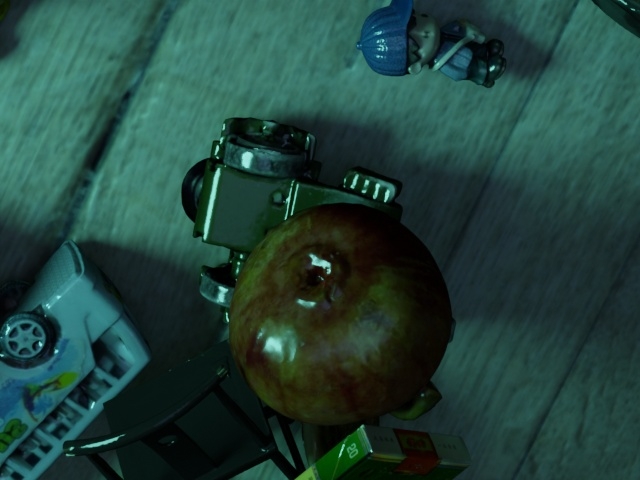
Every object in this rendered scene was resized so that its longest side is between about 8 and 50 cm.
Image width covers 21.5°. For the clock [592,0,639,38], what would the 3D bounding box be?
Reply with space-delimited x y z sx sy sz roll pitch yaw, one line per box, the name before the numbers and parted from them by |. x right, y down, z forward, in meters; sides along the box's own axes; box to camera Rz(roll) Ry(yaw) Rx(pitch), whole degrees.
clock | 0.362 -0.326 1.502 0.325 0.067 0.325 -3 79 16

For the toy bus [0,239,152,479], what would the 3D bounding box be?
toy bus | -0.301 0.159 1.572 0.329 0.109 0.136 -46 113 3

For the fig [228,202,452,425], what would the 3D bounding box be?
fig | 0.021 0.074 1.441 0.205 0.205 0.205 -2 102 -8

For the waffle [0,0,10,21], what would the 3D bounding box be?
waffle | -0.399 -0.246 1.498 0.291 0.051 0.291 -1 101 -6

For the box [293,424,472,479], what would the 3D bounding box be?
box | 0.012 0.242 1.510 0.132 0.034 0.235 14 134 -43

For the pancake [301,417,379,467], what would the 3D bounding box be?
pancake | 0.025 0.181 1.601 0.028 0.158 0.158 -9 105 24

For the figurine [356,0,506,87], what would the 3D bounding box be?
figurine | 0.101 -0.179 1.583 0.136 0.077 0.079 24 133 -27

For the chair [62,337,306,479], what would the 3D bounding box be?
chair | -0.115 0.175 1.516 0.154 0.141 0.260 -28 139 5

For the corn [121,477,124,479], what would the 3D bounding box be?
corn | -0.213 0.289 1.630 0.165 0.063 0.085 -29 128 -1

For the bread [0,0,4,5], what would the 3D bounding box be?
bread | -0.173 -0.277 1.393 0.279 0.248 0.315 18 85 -14

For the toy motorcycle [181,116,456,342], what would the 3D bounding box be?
toy motorcycle | 0.000 0.000 1.577 0.275 0.127 0.205 11 99 -3
